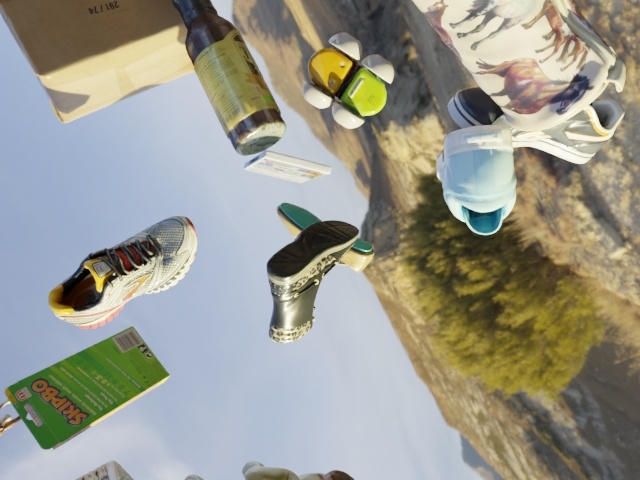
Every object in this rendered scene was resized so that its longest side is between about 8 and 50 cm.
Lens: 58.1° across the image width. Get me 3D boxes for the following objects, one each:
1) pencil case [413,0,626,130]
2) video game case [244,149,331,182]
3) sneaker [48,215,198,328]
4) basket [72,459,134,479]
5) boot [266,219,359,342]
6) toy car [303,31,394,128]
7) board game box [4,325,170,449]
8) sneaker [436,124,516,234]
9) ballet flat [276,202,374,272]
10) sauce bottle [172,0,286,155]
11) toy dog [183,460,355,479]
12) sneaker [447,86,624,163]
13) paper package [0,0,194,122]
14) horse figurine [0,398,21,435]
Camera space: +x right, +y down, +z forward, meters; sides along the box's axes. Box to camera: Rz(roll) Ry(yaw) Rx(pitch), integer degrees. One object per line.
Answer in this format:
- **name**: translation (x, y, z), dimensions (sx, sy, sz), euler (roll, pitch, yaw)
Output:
- **pencil case**: translation (0.220, -0.334, 0.749), dimensions (0.410, 0.160, 0.183), euler (47, 159, -15)
- **video game case**: translation (-0.046, -0.096, 0.760), dimensions (0.122, 0.087, 0.011), euler (180, 101, -71)
- **sneaker**: translation (-0.267, 0.044, 0.792), dimensions (0.088, 0.225, 0.093), euler (52, 177, 16)
- **basket**: translation (-0.472, 0.586, 1.286), dimensions (0.167, 0.103, 0.113), euler (82, 162, -50)
- **boot**: translation (-0.019, 0.074, 1.100), dimensions (0.236, 0.085, 0.178), euler (-34, -40, -44)
- **toy car**: translation (0.062, -0.336, 1.228), dimensions (0.182, 0.159, 0.136), euler (35, -165, 3)
- **board game box**: translation (-0.399, 0.252, 1.004), dimensions (0.124, 0.039, 0.259), euler (49, -147, 10)
- **sneaker**: translation (0.261, -0.081, 0.980), dimensions (0.366, 0.135, 0.150), euler (12, -102, -72)
- **ballet flat**: translation (0.000, 0.000, 1.235), dimensions (0.232, 0.073, 0.080), euler (28, -149, 8)
- **sauce bottle**: translation (-0.180, -0.328, 1.066), dimensions (0.344, 0.111, 0.111), euler (64, -170, 9)
- **toy dog**: translation (-0.077, 0.653, 1.312), dimensions (0.408, 0.395, 0.284), euler (3, -91, -50)
- **sneaker**: translation (0.385, -0.234, 1.016), dimensions (0.127, 0.321, 0.126), euler (123, 147, -47)
- **paper package**: translation (-0.476, -0.459, 1.224), dimensions (0.309, 0.325, 0.168), euler (58, 163, 14)
- **horse figurine**: translation (-0.729, 0.386, 1.191), dimensions (0.174, 0.263, 0.066), euler (-67, -34, -78)
